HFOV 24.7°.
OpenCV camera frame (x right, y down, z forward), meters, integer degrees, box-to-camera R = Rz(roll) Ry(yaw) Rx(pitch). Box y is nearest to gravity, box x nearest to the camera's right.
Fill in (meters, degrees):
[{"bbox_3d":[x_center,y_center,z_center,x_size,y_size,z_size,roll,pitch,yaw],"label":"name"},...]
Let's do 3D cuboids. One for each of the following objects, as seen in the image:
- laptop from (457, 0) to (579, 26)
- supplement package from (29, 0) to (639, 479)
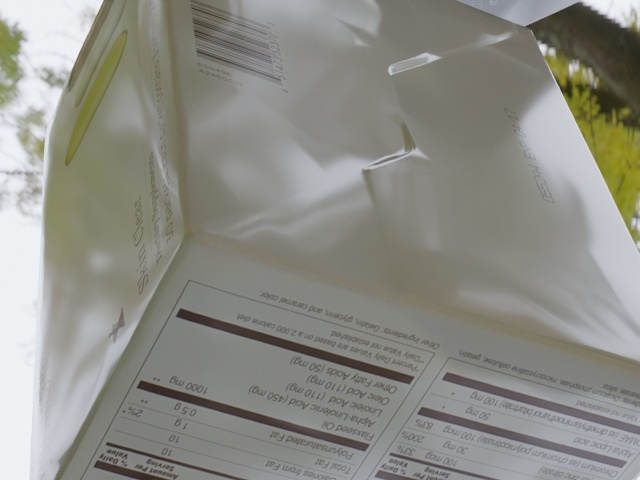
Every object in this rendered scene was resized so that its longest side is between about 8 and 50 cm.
[{"bbox_3d":[0.102,-0.273,1.065,0.382,0.408,0.236,-25,-119,-1],"label":"laptop"},{"bbox_3d":[0.000,0.000,0.609,0.204,0.145,0.261,17,-148,-21],"label":"supplement package"}]
